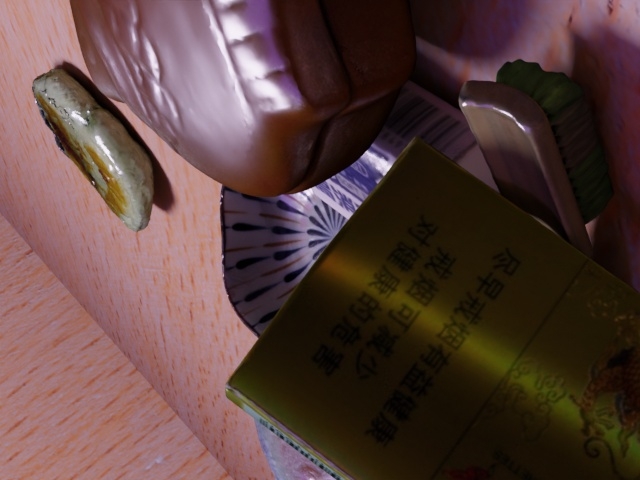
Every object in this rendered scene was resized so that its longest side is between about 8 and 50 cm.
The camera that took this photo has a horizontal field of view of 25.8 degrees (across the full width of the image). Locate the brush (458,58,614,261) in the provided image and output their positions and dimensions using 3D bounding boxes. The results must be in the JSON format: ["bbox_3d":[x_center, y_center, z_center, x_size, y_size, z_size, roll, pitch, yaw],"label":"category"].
[{"bbox_3d":[0.139,-0.006,0.782,0.054,0.048,0.282,35,167,35],"label":"brush"}]

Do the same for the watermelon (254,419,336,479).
[{"bbox_3d":[0.066,0.166,1.301,0.226,0.148,0.318,11,127,40],"label":"watermelon"}]

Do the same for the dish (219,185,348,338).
[{"bbox_3d":[0.000,0.000,1.072,0.190,0.066,0.191,9,102,49],"label":"dish"}]

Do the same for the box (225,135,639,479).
[{"bbox_3d":[0.123,0.103,0.719,0.311,0.173,0.043,36,167,7],"label":"box"}]

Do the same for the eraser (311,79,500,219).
[{"bbox_3d":[0.033,-0.060,0.908,0.210,0.068,0.124,38,163,39],"label":"eraser"}]

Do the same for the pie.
[{"bbox_3d":[-0.265,-0.108,1.669,0.240,0.054,0.240,48,164,18],"label":"pie"}]

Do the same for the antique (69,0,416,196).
[{"bbox_3d":[-0.047,-0.135,0.787,0.278,0.129,0.223,3,117,61],"label":"antique"}]
